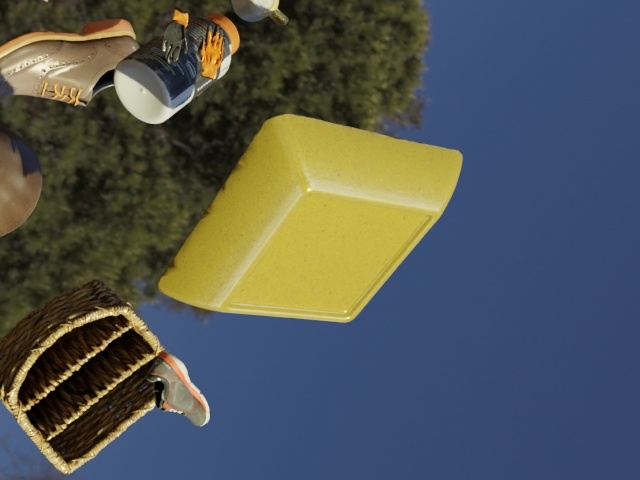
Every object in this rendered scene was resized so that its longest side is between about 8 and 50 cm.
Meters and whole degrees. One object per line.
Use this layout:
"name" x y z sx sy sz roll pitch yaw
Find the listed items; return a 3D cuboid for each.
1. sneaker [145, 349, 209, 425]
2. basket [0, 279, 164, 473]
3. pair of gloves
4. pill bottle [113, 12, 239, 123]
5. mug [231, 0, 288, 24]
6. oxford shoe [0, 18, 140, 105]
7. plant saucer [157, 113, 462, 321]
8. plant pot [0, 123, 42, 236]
"sneaker" -0.220 0.232 1.680 0.061 0.158 0.065 18 -126 41
"basket" -0.457 0.246 2.149 0.299 0.213 0.223 -38 -127 -17
"pair of gloves" -0.159 -0.245 1.409 0.010 0.083 0.074 -52 163 -57
"pill bottle" -0.249 -0.323 2.040 0.130 0.130 0.245 -16 -157 46
"mug" -0.082 -0.345 1.622 0.064 0.078 0.062 -153 -112 -67
"oxford shoe" -0.500 -0.319 2.147 0.132 0.364 0.130 63 -27 10
"plant saucer" 0.000 0.000 1.512 0.333 0.333 0.081 -53 -134 32
"plant pot" -0.601 -0.130 1.909 0.230 0.215 0.215 103 0 -77
